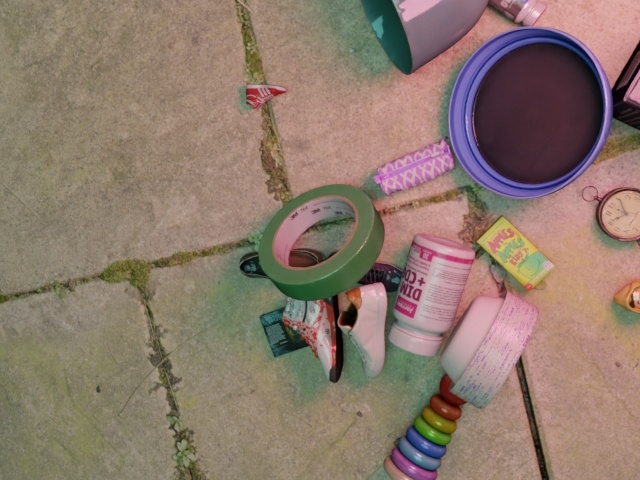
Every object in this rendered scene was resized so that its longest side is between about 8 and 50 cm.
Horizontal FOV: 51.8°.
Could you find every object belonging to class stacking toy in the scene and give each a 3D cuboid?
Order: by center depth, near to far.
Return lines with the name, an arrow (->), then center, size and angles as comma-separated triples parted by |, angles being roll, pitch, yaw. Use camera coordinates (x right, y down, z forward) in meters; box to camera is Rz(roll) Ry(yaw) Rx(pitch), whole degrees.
stacking toy -> 0.302, 0.492, 1.735 | 0.141, 0.141, 0.330 | 30, 96, 9

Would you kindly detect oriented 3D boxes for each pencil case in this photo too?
pencil case -> 0.243, -0.185, 1.684 | 0.206, 0.088, 0.086 | -24, 88, 16

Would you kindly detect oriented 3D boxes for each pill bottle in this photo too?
pill bottle -> 0.470, -0.575, 1.590 | 0.137, 0.078, 0.078 | 38, 103, 7
pill bottle -> 0.275, 0.137, 1.674 | 0.161, 0.160, 0.282 | 17, 100, 11

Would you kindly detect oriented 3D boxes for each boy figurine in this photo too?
boy figurine -> 0.853, 0.120, 1.568 | 0.285, 0.092, 0.177 | -1, 98, 11

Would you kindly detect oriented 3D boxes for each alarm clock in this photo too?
alarm clock -> 0.718, -0.074, 1.592 | 0.192, 0.064, 0.129 | 32, 103, 6

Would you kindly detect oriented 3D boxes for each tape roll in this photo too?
tape roll -> 0.000, 0.000, 1.663 | 0.321, 0.321, 0.077 | -20, 134, 15

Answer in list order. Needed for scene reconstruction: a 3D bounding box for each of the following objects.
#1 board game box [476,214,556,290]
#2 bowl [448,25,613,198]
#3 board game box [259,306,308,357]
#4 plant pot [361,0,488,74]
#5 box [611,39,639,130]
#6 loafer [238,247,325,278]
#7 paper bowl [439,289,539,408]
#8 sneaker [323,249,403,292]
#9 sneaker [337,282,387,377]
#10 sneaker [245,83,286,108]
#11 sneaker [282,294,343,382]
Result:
board game box -> 0.493, 0.031, 1.669 | 0.181, 0.043, 0.092 | 44, 104, 6
bowl -> 0.483, -0.293, 1.536 | 0.391, 0.077, 0.390 | 8, 102, 43
board game box -> -0.066, 0.239, 1.839 | 0.186, 0.026, 0.126 | -20, 91, 15
plant pot -> 0.248, -0.575, 1.547 | 0.235, 0.293, 0.293 | -28, 89, 0
box -> 0.857, -0.295, 1.415 | 0.396, 0.293, 0.211 | 29, 102, 9
loafer -> -0.111, 0.073, 1.799 | 0.251, 0.087, 0.094 | -5, 95, 14
paper bowl -> 0.393, 0.249, 1.594 | 0.148, 0.284, 0.284 | 31, 102, 10
sneaker -> 0.111, 0.092, 1.710 | 0.226, 0.163, 0.086 | 16, 98, 10
sneaker -> 0.102, 0.238, 1.718 | 0.123, 0.106, 0.290 | -7, 118, -10
sneaker -> -0.148, -0.387, 1.781 | 0.119, 0.042, 0.066 | 7, 94, 21
sneaker -> -0.022, 0.247, 1.770 | 0.145, 0.090, 0.269 | -4, 92, 15
